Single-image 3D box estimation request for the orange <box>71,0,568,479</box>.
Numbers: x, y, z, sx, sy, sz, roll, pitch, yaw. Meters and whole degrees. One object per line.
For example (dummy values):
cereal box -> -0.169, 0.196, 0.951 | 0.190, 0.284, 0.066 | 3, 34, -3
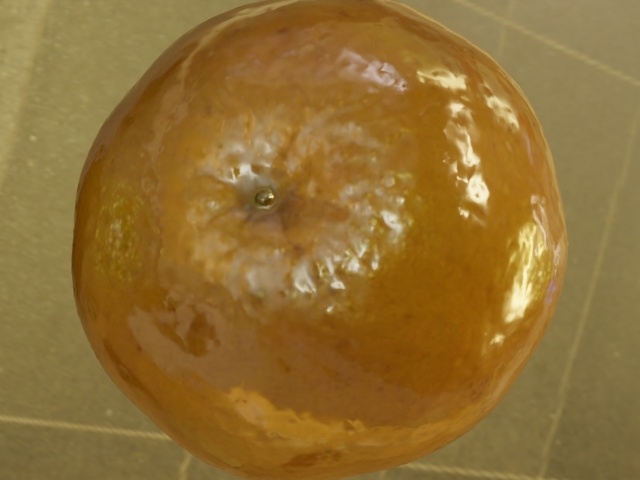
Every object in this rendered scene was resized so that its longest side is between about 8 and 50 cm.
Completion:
orange -> 0.000, 0.000, 0.473 | 0.159, 0.159, 0.136 | -67, 163, -7
